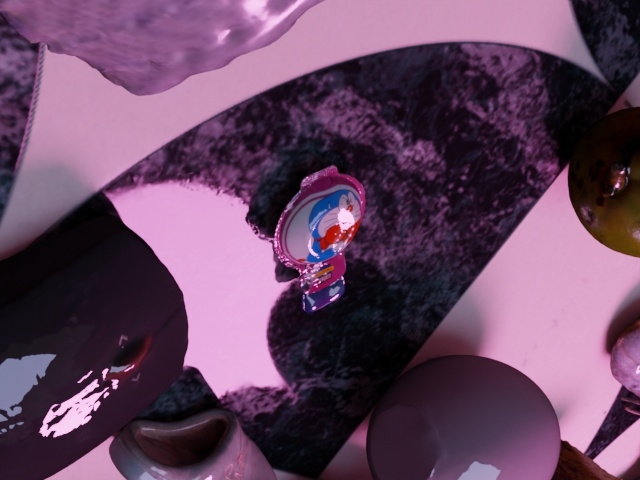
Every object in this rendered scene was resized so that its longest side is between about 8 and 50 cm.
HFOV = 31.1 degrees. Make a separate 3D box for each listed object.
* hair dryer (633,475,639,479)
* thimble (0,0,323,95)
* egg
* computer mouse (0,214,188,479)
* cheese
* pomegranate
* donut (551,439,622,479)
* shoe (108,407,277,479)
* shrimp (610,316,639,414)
[{"bbox_3d":[0.439,0.346,1.632,0.219,0.088,0.225,-30,125,-13],"label":"hair dryer"},{"bbox_3d":[-0.077,-0.205,0.590,0.245,0.217,0.157,-44,140,9],"label":"thimble"},{"bbox_3d":[0.151,0.202,1.165,0.232,0.176,0.176,-5,126,-47],"label":"egg"},{"bbox_3d":[-0.216,0.103,0.822,0.269,0.100,0.170,-29,140,-19],"label":"computer mouse"},{"bbox_3d":[0.000,0.000,0.969,0.095,0.038,0.145,-25,135,-24],"label":"cheese"},{"bbox_3d":[0.332,-0.071,1.123,0.220,0.156,0.156,-39,145,-40],"label":"pomegranate"},{"bbox_3d":[0.218,0.315,1.372,0.295,0.112,0.151,5,126,-44],"label":"donut"},{"bbox_3d":[-0.094,0.189,1.015,0.195,0.079,0.078,22,114,-44],"label":"shoe"},{"bbox_3d":[0.469,0.189,1.479,0.145,0.116,0.343,-47,134,2],"label":"shrimp"}]
